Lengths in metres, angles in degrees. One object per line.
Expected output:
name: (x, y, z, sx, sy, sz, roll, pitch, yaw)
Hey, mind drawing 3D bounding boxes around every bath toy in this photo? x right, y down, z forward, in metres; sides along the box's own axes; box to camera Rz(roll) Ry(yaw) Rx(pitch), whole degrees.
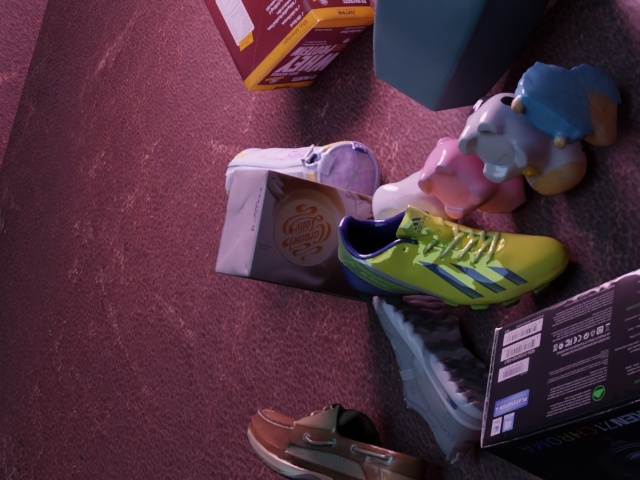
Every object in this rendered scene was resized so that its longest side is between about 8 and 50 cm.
bath toy: (0.203, -0.090, 1.565, 0.348, 0.151, 0.129, -36, 14, 49)

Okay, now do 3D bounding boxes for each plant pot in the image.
plant pot: (0.169, -0.289, 1.619, 0.165, 0.165, 0.234, 35, 120, 29)

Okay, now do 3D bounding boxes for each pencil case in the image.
pencil case: (-0.031, -0.085, 1.914, 0.273, 0.124, 0.114, 1, 80, 57)

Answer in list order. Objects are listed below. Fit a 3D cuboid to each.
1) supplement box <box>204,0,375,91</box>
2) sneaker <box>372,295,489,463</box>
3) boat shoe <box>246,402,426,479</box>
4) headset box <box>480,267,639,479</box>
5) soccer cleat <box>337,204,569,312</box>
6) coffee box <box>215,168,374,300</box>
supplement box: (-0.052, -0.360, 1.984, 0.191, 0.129, 0.194, -40, 70, 42)
sneaker: (0.122, 0.153, 1.612, 0.115, 0.105, 0.281, -65, 31, 27)
boat shoe: (0.030, 0.277, 1.707, 0.324, 0.122, 0.120, 22, 92, 49)
headset box: (0.330, 0.154, 1.149, 0.246, 0.283, 0.131, -29, 40, 47)
soccer cleat: (0.147, 0.013, 1.539, 0.289, 0.121, 0.093, -2, 32, 30)
coffee box: (0.000, 0.000, 1.719, 0.098, 0.246, 0.141, 4, 81, 58)
